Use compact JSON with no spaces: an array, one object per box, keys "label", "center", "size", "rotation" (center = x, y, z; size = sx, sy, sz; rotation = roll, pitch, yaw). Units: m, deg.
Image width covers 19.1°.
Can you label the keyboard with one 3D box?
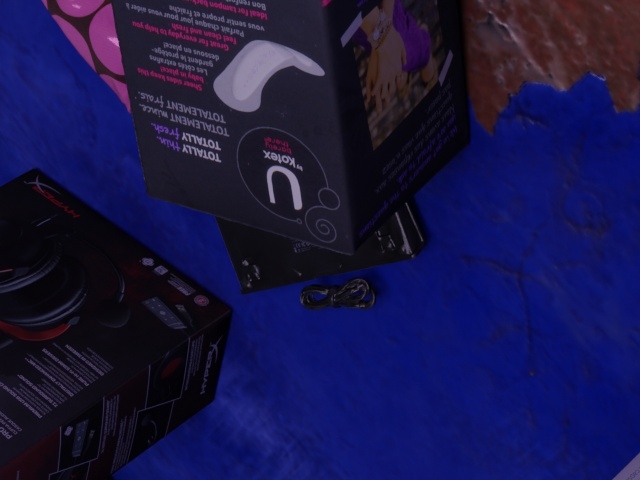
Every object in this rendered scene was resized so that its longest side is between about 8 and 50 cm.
[{"label":"keyboard","center":[0.000,0.000,1.322],"size":[0.180,0.023,0.108],"rotation":[-13,99,47]}]

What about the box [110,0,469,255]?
[{"label":"box","center":[-0.022,-0.153,1.132],"size":[0.165,0.143,0.270],"rotation":[17,131,30]}]

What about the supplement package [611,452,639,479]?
[{"label":"supplement package","center":[0.254,0.213,1.090],"size":[0.203,0.194,0.149],"rotation":[35,135,21]}]

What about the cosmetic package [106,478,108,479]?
[{"label":"cosmetic package","center":[-0.176,0.364,1.620],"size":[0.296,0.153,0.129],"rotation":[52,139,2]}]

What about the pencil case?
[{"label":"pencil case","center":[-0.154,-0.191,1.295],"size":[0.098,0.095,0.209],"rotation":[-39,88,33]}]

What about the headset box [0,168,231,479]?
[{"label":"headset box","center":[-0.245,0.096,1.406],"size":[0.218,0.293,0.110],"rotation":[35,134,23]}]
